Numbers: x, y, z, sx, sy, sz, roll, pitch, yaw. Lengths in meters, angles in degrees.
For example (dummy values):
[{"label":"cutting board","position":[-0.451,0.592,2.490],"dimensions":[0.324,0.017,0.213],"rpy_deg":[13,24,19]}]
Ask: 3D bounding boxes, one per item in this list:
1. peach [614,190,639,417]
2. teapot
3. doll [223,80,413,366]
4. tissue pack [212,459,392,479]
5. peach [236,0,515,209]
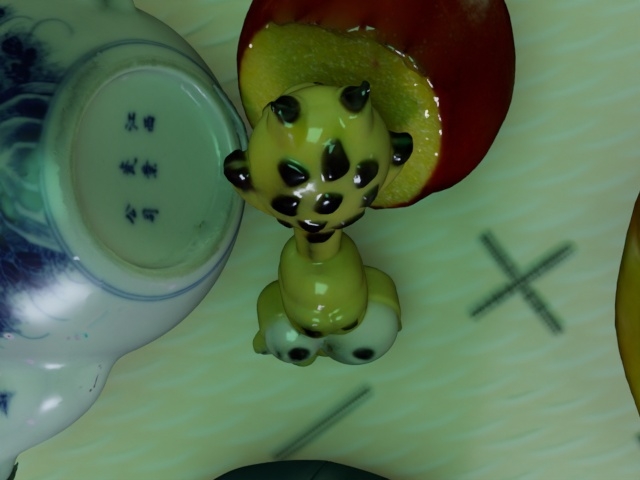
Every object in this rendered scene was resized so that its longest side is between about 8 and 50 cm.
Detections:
[{"label":"peach","position":[0.362,0.057,1.066],"dimensions":[0.388,0.388,0.388],"rpy_deg":[1,95,10]},{"label":"teapot","position":[-0.195,-0.042,1.237],"dimensions":[0.280,0.252,0.424],"rpy_deg":[-2,88,47]},{"label":"doll","position":[0.000,0.001,1.187],"dimensions":[0.117,0.291,0.086],"rpy_deg":[-4,53,-2]},{"label":"tissue pack","position":[-0.031,0.295,1.239],"dimensions":[0.206,0.198,0.287],"rpy_deg":[11,98,7]},{"label":"peach","position":[0.036,-0.111,1.195],"dimensions":[0.190,0.192,0.190],"rpy_deg":[3,102,14]}]
